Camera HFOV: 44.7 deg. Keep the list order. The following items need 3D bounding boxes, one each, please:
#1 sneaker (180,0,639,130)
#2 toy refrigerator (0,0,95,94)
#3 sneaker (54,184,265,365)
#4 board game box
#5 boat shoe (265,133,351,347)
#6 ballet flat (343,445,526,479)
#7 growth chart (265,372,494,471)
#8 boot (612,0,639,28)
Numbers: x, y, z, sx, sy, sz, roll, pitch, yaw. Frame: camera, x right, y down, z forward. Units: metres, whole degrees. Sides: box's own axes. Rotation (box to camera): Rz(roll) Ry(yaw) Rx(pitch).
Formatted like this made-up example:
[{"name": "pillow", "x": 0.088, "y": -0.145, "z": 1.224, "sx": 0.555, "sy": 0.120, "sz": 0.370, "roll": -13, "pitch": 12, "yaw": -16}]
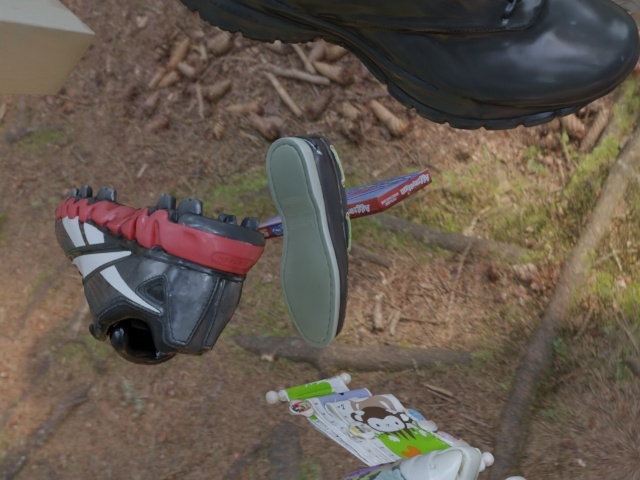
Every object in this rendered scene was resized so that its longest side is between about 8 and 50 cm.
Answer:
[{"name": "sneaker", "x": 0.049, "y": -0.151, "z": 0.429, "sx": 0.286, "sy": 0.130, "sz": 0.109, "roll": 16, "pitch": 65, "yaw": -4}, {"name": "toy refrigerator", "x": -0.382, "y": -0.232, "z": 0.877, "sx": 0.094, "sy": 0.269, "sz": 0.102, "roll": 42, "pitch": 108, "yaw": 4}, {"name": "sneaker", "x": -0.158, "y": 0.029, "z": 0.652, "sx": 0.276, "sy": 0.098, "sz": 0.135, "roll": 10, "pitch": 85, "yaw": 49}, {"name": "board game box", "x": 0.031, "y": -0.056, "z": 1.272, "sx": 0.281, "sy": 0.145, "sz": 0.027, "roll": -12, "pitch": 104, "yaw": 44}, {"name": "boat shoe", "x": 0.000, "y": 0.000, "z": 0.836, "sx": 0.081, "sy": 0.069, "sz": 0.227, "roll": 1, "pitch": 103, "yaw": 40}, {"name": "ballet flat", "x": 0.114, "y": 0.193, "z": 0.542, "sx": 0.222, "sy": 0.077, "sz": 0.079, "roll": 22, "pitch": 101, "yaw": 39}, {"name": "growth chart", "x": 0.073, "y": 0.222, "z": 0.922, "sx": 0.237, "sy": 0.172, "sz": 0.021, "roll": 25, "pitch": 109, "yaw": 32}, {"name": "boot", "x": 0.300, "y": -0.255, "z": 0.789, "sx": 0.124, "sy": 0.258, "sz": 0.095, "roll": -12, "pitch": 84, "yaw": -17}]
